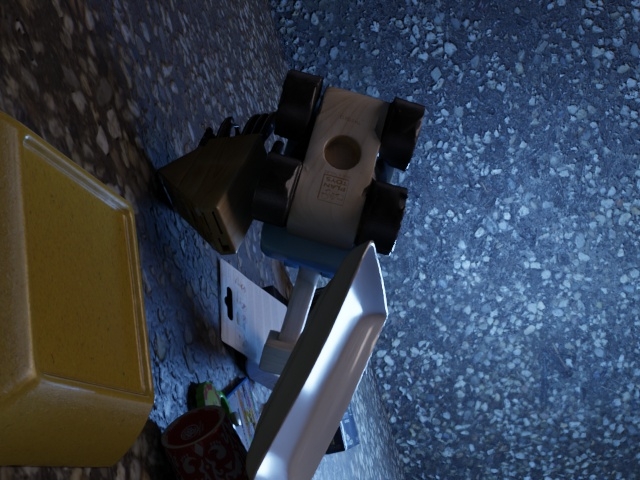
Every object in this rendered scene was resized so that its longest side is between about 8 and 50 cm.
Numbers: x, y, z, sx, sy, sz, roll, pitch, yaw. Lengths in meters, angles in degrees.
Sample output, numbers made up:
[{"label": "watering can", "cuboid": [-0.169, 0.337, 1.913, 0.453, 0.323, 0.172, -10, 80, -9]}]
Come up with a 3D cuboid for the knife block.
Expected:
[{"label": "knife block", "cuboid": [-0.123, -0.113, 1.236, 0.275, 0.242, 0.088, 37, -27, 52]}]

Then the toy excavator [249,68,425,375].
[{"label": "toy excavator", "cuboid": [0.000, 0.000, 1.298, 0.445, 0.222, 0.433, 102, 3, -72]}]

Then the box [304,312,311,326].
[{"label": "box", "cuboid": [-0.001, 0.273, 1.912, 0.232, 0.127, 0.149, 51, 27, -71]}]

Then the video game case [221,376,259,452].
[{"label": "video game case", "cuboid": [-0.137, 0.312, 1.328, 0.166, 0.015, 0.119, -19, 95, -82]}]

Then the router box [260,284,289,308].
[{"label": "router box", "cuboid": [-0.093, 0.203, 1.690, 0.133, 0.046, 0.179, 58, 20, -64]}]

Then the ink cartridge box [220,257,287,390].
[{"label": "ink cartridge box", "cuboid": [-0.141, 0.167, 1.492, 0.232, 0.066, 0.189, 37, 35, -43]}]

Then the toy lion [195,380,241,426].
[{"label": "toy lion", "cuboid": [-0.164, 0.262, 1.191, 0.100, 0.034, 0.096, -47, 115, -80]}]

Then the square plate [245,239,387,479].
[{"label": "square plate", "cuboid": [0.001, 0.200, 1.103, 0.344, 0.049, 0.347, -62, 162, -17]}]

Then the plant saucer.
[{"label": "plant saucer", "cuboid": [-0.256, 0.044, 0.748, 0.333, 0.081, 0.333, 55, 23, -70]}]

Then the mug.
[{"label": "mug", "cuboid": [-0.149, 0.313, 1.030, 0.150, 0.113, 0.169, 4, -59, 51]}]

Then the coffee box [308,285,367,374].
[{"label": "coffee box", "cuboid": [0.031, 0.255, 2.108, 0.098, 0.141, 0.246, -82, 157, -68]}]

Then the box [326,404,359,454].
[{"label": "box", "cuboid": [0.046, 0.484, 2.115, 0.232, 0.059, 0.183, 44, 32, -74]}]
